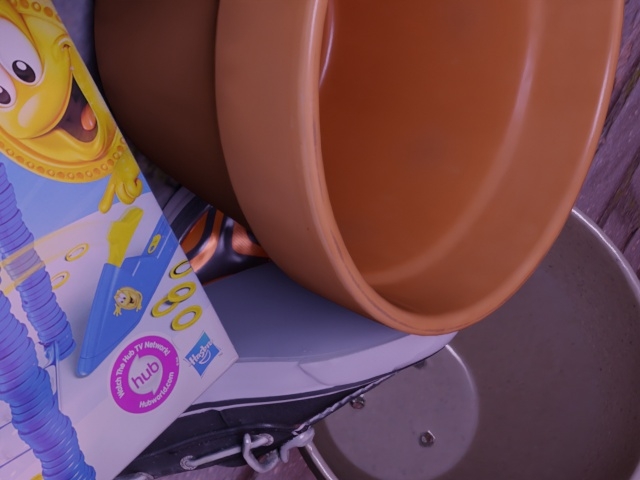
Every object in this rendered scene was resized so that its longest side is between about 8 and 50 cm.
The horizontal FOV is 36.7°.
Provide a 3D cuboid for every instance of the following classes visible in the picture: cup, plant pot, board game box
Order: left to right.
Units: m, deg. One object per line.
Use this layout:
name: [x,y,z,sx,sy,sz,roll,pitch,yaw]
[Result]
board game box: [-0.216,0.027,0.380,0.308,0.086,0.302,-43,128,-27]
plant pot: [0.015,-0.113,0.542,0.291,0.203,0.290,-21,118,-45]
cup: [0.103,0.125,0.881,0.331,0.331,0.237,-46,176,-23]

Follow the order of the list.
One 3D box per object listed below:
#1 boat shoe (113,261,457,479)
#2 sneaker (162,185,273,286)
boat shoe: [-0.054,0.096,0.613,0.306,0.113,0.105,-19,123,2]
sneaker: [0.000,0.000,0.687,0.321,0.180,0.124,-58,151,-3]
